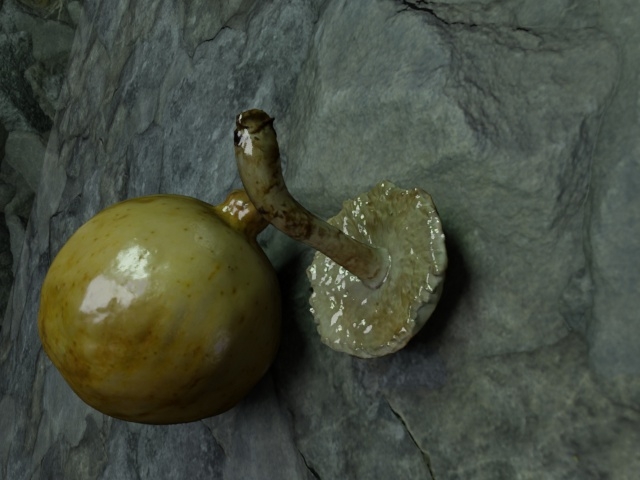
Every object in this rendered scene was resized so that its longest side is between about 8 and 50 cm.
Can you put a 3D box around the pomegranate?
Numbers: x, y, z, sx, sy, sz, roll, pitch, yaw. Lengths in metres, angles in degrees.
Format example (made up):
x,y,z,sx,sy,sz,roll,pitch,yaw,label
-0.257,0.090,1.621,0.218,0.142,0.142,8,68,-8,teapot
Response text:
x,y,z,sx,sy,sz,roll,pitch,yaw,label
-0.220,0.083,0.985,0.410,0.410,0.410,-16,69,47,pomegranate

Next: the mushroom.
x,y,z,sx,sy,sz,roll,pitch,yaw,label
0.002,0.006,0.797,0.208,0.301,0.233,142,150,-80,mushroom
